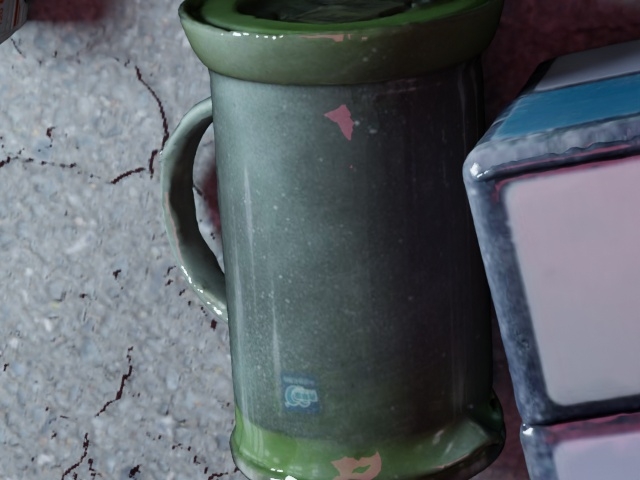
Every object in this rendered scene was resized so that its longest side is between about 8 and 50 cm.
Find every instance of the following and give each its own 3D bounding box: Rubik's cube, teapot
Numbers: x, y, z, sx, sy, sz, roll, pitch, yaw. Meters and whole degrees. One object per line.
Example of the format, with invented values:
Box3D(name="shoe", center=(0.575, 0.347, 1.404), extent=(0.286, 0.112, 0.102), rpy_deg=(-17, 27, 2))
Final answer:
Box3D(name="Rubik's cube", center=(0.283, 0.036, 1.121), extent=(0.316, 0.318, 0.313), rpy_deg=(-10, 102, 19))
Box3D(name="teapot", center=(0.000, 0.000, 1.260), extent=(0.270, 0.200, 0.337), rpy_deg=(11, 114, 37))

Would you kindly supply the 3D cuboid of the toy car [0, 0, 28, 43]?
Box3D(name="toy car", center=(-0.234, -0.228, 1.268), extent=(0.089, 0.108, 0.209), rpy_deg=(15, 115, 8))
